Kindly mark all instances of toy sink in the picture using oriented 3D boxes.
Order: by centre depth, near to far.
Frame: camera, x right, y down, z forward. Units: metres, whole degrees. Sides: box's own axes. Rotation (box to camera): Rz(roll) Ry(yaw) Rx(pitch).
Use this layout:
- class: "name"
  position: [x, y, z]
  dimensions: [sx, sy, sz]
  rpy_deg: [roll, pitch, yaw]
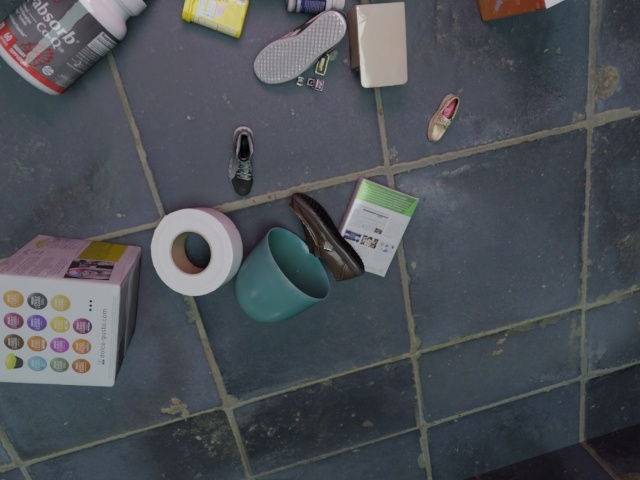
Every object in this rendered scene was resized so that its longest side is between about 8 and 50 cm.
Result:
- class: "toy sink"
  position: [0.176, -0.602, 1.456]
  dimensions: [0.152, 0.131, 0.235]
  rpy_deg: [-9, 106, -8]

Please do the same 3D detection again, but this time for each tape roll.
- class: "tape roll"
  position: [-0.404, 0.032, 1.524]
  dimensions: [0.285, 0.100, 0.287]
  rpy_deg: [2, 98, 12]

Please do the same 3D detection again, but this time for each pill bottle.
- class: "pill bottle"
  position: [-0.663, -0.584, 1.248]
  dimensions: [0.362, 0.210, 0.210]
  rpy_deg: [-40, 112, 4]
- class: "pill bottle"
  position: [-0.016, -0.729, 1.389]
  dimensions: [0.169, 0.094, 0.094]
  rpy_deg: [-1, 110, -11]

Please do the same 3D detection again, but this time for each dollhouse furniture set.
- class: "dollhouse furniture set"
  position: [-0.016, -0.537, 1.465]
  dimensions: [0.090, 0.081, 0.115]
  rpy_deg: [12, 107, -15]

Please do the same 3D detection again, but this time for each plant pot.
- class: "plant pot"
  position: [-0.151, 0.142, 1.581]
  dimensions: [0.235, 0.293, 0.293]
  rpy_deg: [-40, 113, 21]

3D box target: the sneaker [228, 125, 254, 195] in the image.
- class: "sneaker"
  position: [-0.253, -0.245, 1.494]
  dimensions: [0.085, 0.132, 0.229]
  rpy_deg: [-2, 109, -11]

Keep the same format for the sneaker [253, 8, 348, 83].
- class: "sneaker"
  position: [-0.052, -0.588, 1.424]
  dimensions: [0.320, 0.128, 0.126]
  rpy_deg: [-20, 114, 25]

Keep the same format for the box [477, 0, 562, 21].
- class: "box"
  position: [0.600, -0.795, 1.356]
  dimensions: [0.168, 0.345, 0.215]
  rpy_deg: [-27, 112, -1]

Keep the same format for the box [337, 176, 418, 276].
- class: "box"
  position: [0.190, -0.045, 1.699]
  dimensions: [0.232, 0.058, 0.322]
  rpy_deg: [18, 106, -17]

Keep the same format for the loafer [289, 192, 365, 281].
- class: "loafer"
  position: [0.000, 0.000, 1.604]
  dimensions: [0.130, 0.134, 0.366]
  rpy_deg: [-36, 93, 17]

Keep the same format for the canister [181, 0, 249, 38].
- class: "canister"
  position: [-0.305, -0.679, 1.360]
  dimensions: [0.169, 0.073, 0.126]
  rpy_deg: [14, 106, -17]

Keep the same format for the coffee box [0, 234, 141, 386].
- class: "coffee box"
  position: [-0.767, 0.206, 1.440]
  dimensions: [0.333, 0.338, 0.338]
  rpy_deg: [7, 107, -13]

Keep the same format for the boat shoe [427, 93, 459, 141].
- class: "boat shoe"
  position: [0.426, -0.422, 1.608]
  dimensions: [0.062, 0.059, 0.170]
  rpy_deg: [17, 105, -17]
